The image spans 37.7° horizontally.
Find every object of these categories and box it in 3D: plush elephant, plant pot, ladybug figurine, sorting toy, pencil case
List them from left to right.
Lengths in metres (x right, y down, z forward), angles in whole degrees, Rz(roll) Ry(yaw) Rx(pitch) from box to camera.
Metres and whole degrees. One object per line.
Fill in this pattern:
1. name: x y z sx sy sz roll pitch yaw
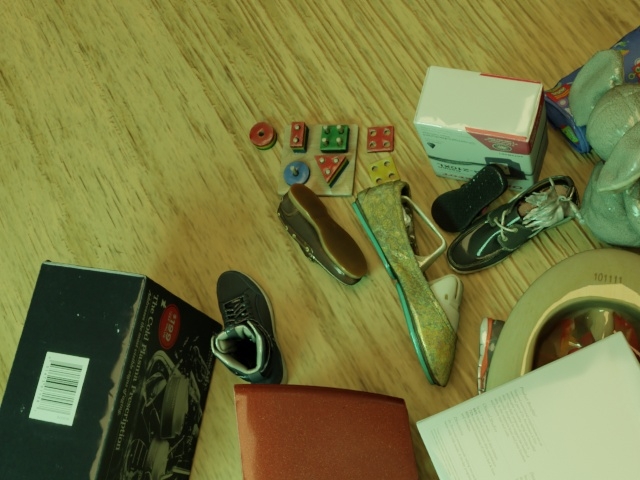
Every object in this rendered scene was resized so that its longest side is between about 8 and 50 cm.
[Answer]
1. sorting toy: 0.002 -0.144 1.610 0.275 0.046 0.132 2 73 15
2. plant pot: 0.018 0.345 1.339 0.236 0.267 0.267 -7 70 -1
3. ladybug figurine: 0.388 0.238 1.314 0.305 0.162 0.449 9 74 18
4. pencil case: 0.487 -0.268 1.485 0.306 0.133 0.119 -39 112 1
5. plush elephant: 0.458 -0.124 1.303 0.330 0.255 0.271 -4 52 -3

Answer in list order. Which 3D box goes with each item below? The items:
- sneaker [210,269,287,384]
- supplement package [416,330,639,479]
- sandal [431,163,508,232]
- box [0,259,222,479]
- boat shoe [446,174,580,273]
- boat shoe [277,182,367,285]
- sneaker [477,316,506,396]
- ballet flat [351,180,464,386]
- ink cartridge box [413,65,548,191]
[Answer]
1. sneaker: -0.128 0.127 1.491 0.086 0.163 0.226 -28 66 6
2. supplement package: 0.289 0.271 1.133 0.263 0.198 0.199 -26 66 7
3. sandal: 0.240 -0.066 1.477 0.040 0.179 0.067 -24 81 -38
4. box: -0.314 0.243 1.419 0.179 0.312 0.343 7 74 17
5. boat shoe: 0.298 -0.028 1.476 0.233 0.079 0.084 -30 68 5
6. boat shoe: 0.000 0.000 1.555 0.207 0.073 0.073 55 129 26
7. sneaker: 0.271 0.193 1.419 0.065 0.061 0.157 4 73 9
8. ballet flat: 0.157 0.053 1.464 0.123 0.123 0.348 -25 65 6
9. ink cartridge box: 0.254 -0.166 1.447 0.172 0.237 0.100 12 78 18
